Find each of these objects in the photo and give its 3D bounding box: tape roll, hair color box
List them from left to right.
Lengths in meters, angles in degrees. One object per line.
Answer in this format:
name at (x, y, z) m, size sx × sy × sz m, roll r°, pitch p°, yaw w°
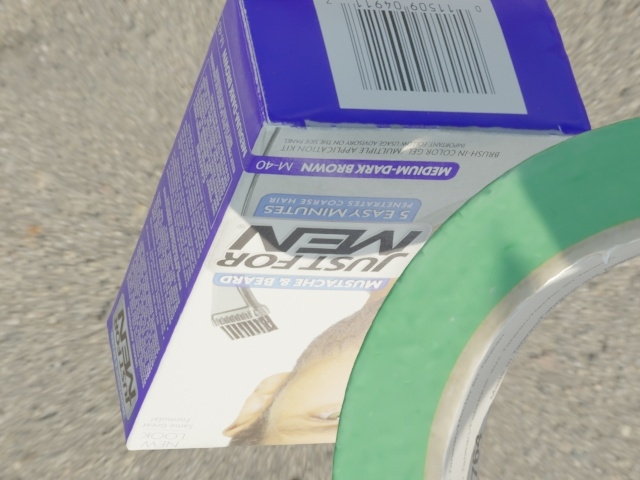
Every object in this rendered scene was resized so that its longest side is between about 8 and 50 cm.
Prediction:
hair color box at (0.000, 0.000, 0.981) m, size 0.185 × 0.339 × 0.110 m, roll 0°, pitch 57°, yaw -20°
tape roll at (0.167, 0.107, 0.688) m, size 0.321 × 0.077 × 0.321 m, roll -2°, pitch 85°, yaw 18°
